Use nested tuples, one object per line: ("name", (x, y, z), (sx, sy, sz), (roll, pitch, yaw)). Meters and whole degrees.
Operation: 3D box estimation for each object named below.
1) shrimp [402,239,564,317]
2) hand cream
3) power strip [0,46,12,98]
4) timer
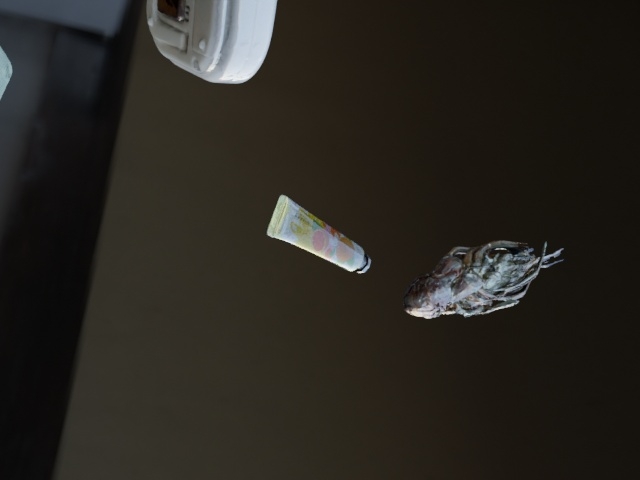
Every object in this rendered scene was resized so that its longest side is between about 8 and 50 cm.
("shrimp", (0.171, 0.037, 1.454), (0.073, 0.190, 0.074), (158, -79, -71))
("hand cream", (0.000, 0.000, 1.116), (0.022, 0.102, 0.035), (7, -108, 50))
("power strip", (-0.575, -0.137, 2.151), (0.091, 0.062, 0.385), (67, 36, -58))
("timer", (-0.127, -0.319, 1.644), (0.237, 0.087, 0.262), (31, -64, 56))
